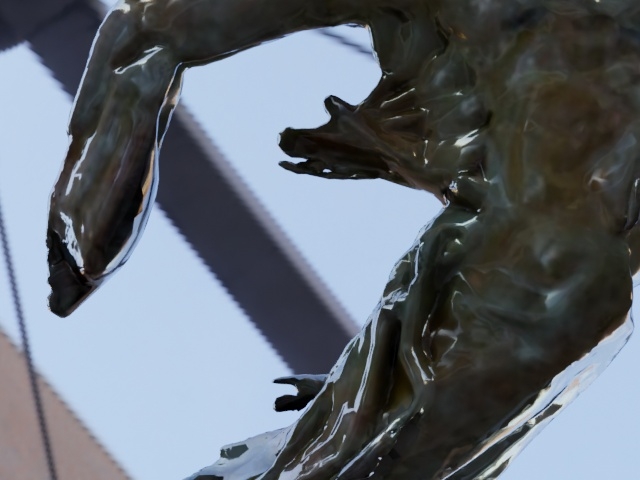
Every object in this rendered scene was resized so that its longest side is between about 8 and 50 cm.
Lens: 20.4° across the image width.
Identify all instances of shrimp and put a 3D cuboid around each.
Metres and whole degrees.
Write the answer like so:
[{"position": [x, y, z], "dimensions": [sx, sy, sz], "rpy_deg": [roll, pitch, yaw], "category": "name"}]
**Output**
[{"position": [0.000, 0.000, 0.699], "dimensions": [0.247, 0.085, 0.360], "rpy_deg": [30, -88, 6], "category": "shrimp"}]
